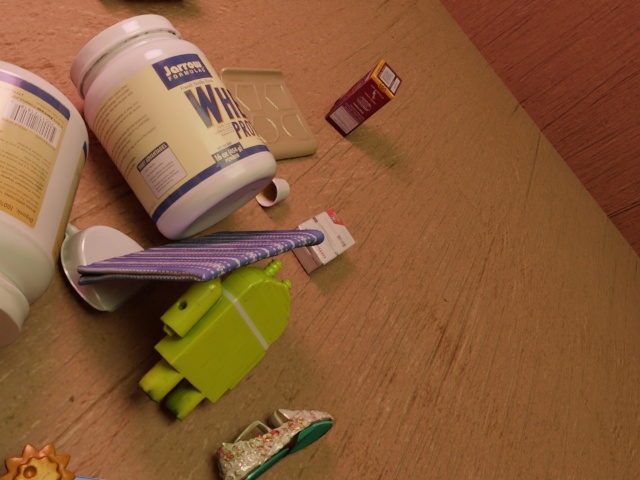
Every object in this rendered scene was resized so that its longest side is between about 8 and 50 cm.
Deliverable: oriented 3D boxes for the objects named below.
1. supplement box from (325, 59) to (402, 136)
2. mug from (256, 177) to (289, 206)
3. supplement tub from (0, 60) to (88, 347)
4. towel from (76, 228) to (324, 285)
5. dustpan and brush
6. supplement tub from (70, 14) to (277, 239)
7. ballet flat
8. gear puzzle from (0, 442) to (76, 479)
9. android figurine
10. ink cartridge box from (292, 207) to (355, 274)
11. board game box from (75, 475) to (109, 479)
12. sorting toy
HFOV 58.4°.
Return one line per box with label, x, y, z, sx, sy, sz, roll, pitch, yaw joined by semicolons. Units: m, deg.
supplement box;0.113;-0.371;1.505;0.081;0.188;0.104;44;41;-14
mug;-0.101;-0.114;1.223;0.064;0.062;0.078;-18;83;-57
supplement tub;-0.436;-0.044;0.713;0.228;0.228;0.316;24;49;-32
towel;-0.168;0.026;0.897;0.336;0.243;0.040;-20;106;-61
dustpan and brush;-0.364;0.006;0.894;0.211;0.060;0.147;56;29;-8
supplement tub;-0.252;-0.190;0.988;0.325;0.235;0.235;56;40;1
ballet flat;-0.072;0.320;0.939;0.077;0.091;0.241;45;31;24
gear puzzle;-0.435;0.285;0.600;0.338;0.044;0.176;4;61;-34
android figurine;-0.145;0.143;0.872;0.056;0.248;0.273;33;71;31
ink cartridge box;0.000;0.000;1.243;0.135;0.056;0.099;-30;86;-50
board game box;-0.299;0.401;0.690;0.160;0.039;0.212;24;48;-31
sorting toy;-0.153;-0.285;1.309;0.307;0.041;0.229;-18;81;-49
